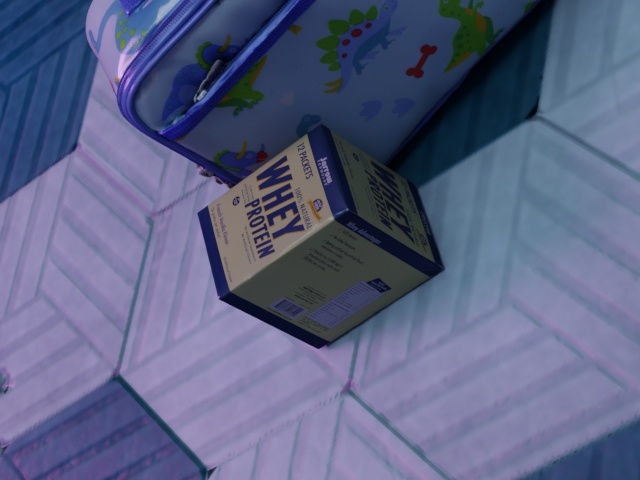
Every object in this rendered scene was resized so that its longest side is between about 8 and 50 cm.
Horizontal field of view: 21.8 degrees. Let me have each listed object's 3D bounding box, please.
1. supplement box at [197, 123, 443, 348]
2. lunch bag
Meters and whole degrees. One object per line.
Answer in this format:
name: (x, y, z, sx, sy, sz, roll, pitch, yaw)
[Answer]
supplement box: (0.000, 0.000, 0.829, 0.083, 0.083, 0.056, -34, 51, 23)
lunch bag: (0.002, -0.124, 0.824, 0.219, 0.176, 0.090, -45, 46, 15)
